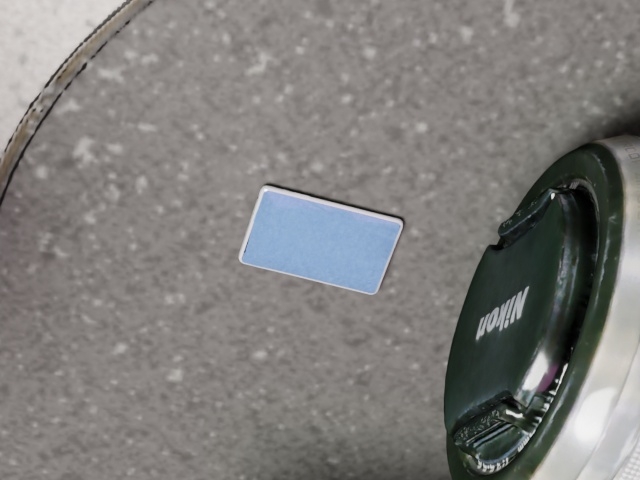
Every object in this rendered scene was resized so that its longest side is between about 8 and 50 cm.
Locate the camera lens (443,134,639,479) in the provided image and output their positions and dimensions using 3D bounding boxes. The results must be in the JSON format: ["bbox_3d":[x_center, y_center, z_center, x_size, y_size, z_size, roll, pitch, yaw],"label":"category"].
[{"bbox_3d":[0.217,0.082,1.008,0.274,0.219,0.219,19,122,-12],"label":"camera lens"}]

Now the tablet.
[{"bbox_3d":[0.000,0.000,1.083,0.083,0.006,0.054,14,123,-10],"label":"tablet"}]
